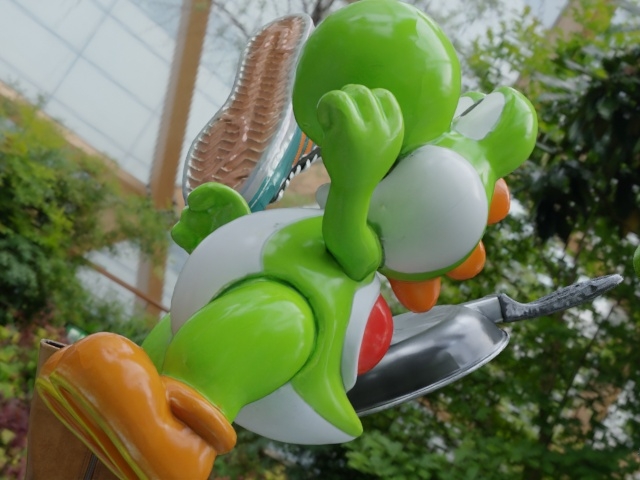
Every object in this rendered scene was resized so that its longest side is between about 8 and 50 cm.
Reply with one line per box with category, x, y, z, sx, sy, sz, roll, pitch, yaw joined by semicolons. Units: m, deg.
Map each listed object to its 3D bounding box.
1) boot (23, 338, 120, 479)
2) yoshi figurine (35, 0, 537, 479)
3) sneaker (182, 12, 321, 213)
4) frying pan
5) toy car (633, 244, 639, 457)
boot;-0.272;0.228;0.812;0.264;0.280;0.096;13;2;2
yoshi figurine;-0.019;-0.021;0.569;0.203;0.362;0.203;35;-27;31
sneaker;-0.042;-0.100;0.917;0.108;0.302;0.121;-8;-48;27
frying pan;0.118;0.077;0.751;0.197;0.326;0.053;-80;149;-87
toy car;0.273;0.061;0.597;0.149;0.188;0.155;34;-28;4
